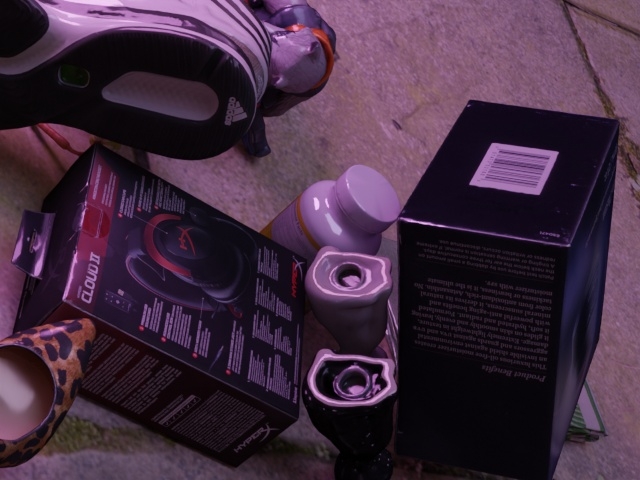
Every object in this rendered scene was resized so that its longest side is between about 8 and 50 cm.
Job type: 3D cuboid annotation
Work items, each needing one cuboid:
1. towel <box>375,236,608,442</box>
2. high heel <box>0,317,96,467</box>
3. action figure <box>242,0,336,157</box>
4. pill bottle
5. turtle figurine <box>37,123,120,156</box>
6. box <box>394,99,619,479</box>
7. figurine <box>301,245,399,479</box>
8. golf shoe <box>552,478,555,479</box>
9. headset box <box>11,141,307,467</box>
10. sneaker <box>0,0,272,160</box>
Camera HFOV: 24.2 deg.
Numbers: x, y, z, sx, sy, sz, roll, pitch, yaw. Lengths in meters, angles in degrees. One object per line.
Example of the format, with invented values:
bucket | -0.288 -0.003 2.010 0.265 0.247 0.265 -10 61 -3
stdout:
towel | 0.201 0.125 1.834 0.325 0.038 0.247 14 46 -36
high heel | -0.248 0.116 1.179 0.093 0.186 0.261 44 53 4
action figure | -0.068 -0.292 1.723 0.330 0.179 0.341 -113 -175 -48
pill bottle | 0.000 0.000 1.608 0.103 0.184 0.103 28 40 -27
turtle figurine | -0.231 -0.208 1.643 0.217 0.087 0.269 4 54 -44
box | 0.203 0.047 1.596 0.183 0.294 0.296 10 32 17
figurine | 0.035 0.145 1.526 0.092 0.209 0.214 -3 48 3
golf shoe | 0.234 0.329 1.647 0.186 0.067 0.086 -19 73 -53
headset box | -0.162 0.056 1.448 0.293 0.110 0.218 29 39 -25
sneaker | -0.262 -0.220 1.515 0.448 0.169 0.257 17 26 2
